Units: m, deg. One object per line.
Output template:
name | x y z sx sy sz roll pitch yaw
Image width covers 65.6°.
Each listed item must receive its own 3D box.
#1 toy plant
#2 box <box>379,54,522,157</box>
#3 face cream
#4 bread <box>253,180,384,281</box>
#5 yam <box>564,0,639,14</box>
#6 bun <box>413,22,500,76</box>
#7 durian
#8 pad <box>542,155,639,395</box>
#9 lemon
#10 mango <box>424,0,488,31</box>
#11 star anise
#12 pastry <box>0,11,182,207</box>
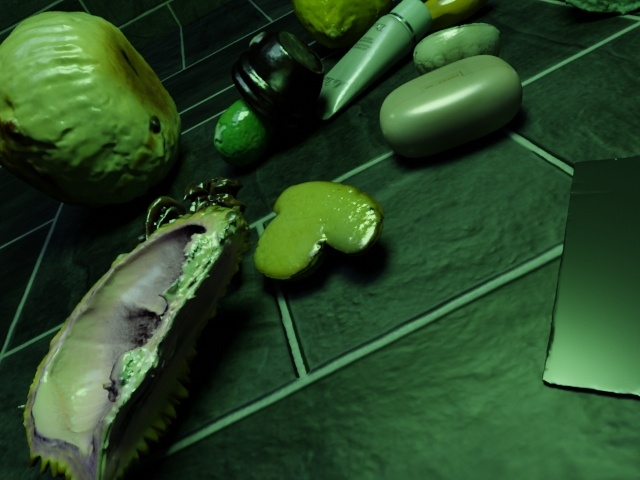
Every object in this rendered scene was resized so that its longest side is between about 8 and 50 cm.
toy plant | -0.102 -0.262 0.942 0.235 0.175 0.218 -48 15 32
box | 0.183 -0.193 0.714 0.200 0.088 0.146 -21 36 13
face cream | 0.093 -0.358 1.004 0.314 0.089 0.143 -45 37 -3
bread | 0.000 0.000 0.629 0.187 0.065 0.150 14 63 40
yam | 0.504 -0.537 0.829 0.240 0.241 0.348 -4 43 31
bun | 0.225 -0.286 0.809 0.138 0.094 0.138 -10 4 1
durian | -0.194 0.105 0.560 0.191 0.112 0.341 -3 54 38
pad | 0.320 0.011 0.436 0.202 0.005 0.300 -2 43 34
lemon | 0.050 -0.599 1.184 0.253 0.253 0.311 -7 56 27
mango | 0.272 -0.493 1.045 0.190 0.075 0.098 -16 21 24
star anise | -0.187 -0.017 0.722 0.190 0.126 0.220 -35 32 -16
pastry | -0.476 -0.241 0.989 0.312 0.389 0.389 -24 35 11
